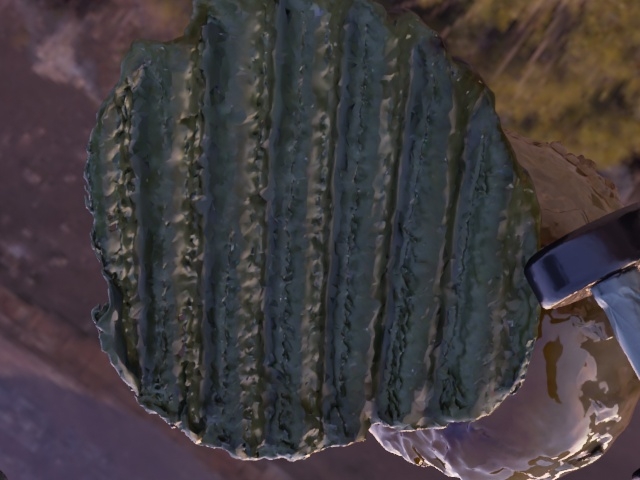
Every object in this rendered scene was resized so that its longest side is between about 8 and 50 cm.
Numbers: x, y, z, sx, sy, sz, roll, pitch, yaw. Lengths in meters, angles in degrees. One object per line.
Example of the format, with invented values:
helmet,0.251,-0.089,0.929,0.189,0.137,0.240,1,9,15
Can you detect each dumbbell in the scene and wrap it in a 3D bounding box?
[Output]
dumbbell,0.216,0.078,0.928,0.191,0.100,0.100,63,171,10

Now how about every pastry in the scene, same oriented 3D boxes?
pastry,0.179,0.064,1.531,0.245,0.409,0.410,-13,-151,-43

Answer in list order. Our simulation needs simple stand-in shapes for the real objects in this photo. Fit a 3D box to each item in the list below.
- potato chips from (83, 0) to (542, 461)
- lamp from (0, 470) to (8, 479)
potato chips,0.000,0.000,1.111,0.070,0.359,0.429,-112,20,-60
lamp,-0.319,0.167,0.908,0.267,0.047,0.269,17,147,4
